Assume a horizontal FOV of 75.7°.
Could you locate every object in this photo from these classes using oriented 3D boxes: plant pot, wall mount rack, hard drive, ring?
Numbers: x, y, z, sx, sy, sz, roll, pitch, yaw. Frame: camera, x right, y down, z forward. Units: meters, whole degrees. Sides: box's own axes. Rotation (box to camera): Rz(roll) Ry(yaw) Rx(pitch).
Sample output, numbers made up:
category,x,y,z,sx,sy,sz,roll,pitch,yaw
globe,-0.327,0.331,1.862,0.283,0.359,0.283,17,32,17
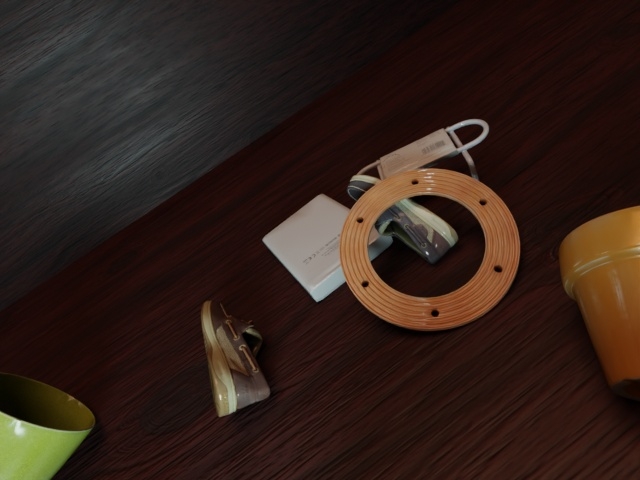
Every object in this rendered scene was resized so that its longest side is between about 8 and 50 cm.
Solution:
category,x,y,z,sx,sy,sz,roll,pitch,yaw
plant pot,0.411,0.088,0.494,0.205,0.205,0.187,-9,54,33
wall mount rack,0.260,-0.204,1.084,0.351,0.130,0.304,-23,36,15
hard drive,0.000,0.000,1.095,0.233,0.047,0.353,-38,33,-9
plant pot,-0.698,0.478,0.876,0.275,0.275,0.293,10,67,48
ring,0.202,0.009,0.800,0.337,0.032,0.336,-6,64,13

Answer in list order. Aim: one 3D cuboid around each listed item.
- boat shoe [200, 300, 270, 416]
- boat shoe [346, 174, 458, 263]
category,x,y,z,sx,sy,sz,roll,pitch,yaw
boat shoe,-0.187,0.233,0.898,0.123,0.123,0.342,-8,21,-18
boat shoe,0.160,-0.051,0.912,0.285,0.102,0.092,36,78,26
